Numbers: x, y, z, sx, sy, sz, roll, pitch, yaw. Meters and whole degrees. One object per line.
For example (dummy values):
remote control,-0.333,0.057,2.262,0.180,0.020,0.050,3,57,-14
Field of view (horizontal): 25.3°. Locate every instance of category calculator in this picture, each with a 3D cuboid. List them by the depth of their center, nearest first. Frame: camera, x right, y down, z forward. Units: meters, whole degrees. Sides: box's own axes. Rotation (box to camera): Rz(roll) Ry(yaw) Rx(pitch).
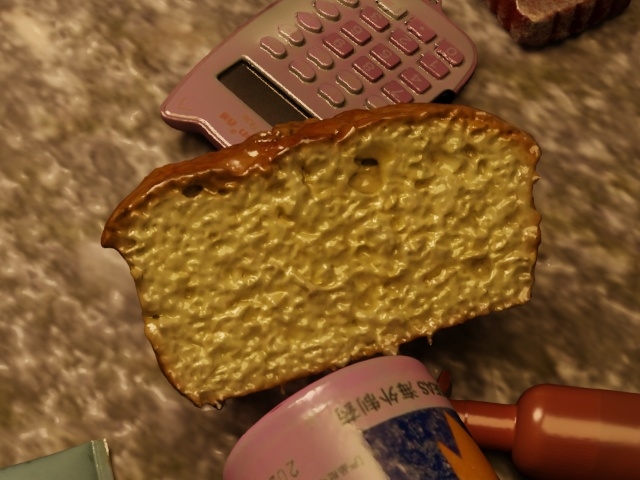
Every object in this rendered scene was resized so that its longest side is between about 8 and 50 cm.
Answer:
calculator,0.009,-0.145,1.308,0.194,0.043,0.294,41,63,20

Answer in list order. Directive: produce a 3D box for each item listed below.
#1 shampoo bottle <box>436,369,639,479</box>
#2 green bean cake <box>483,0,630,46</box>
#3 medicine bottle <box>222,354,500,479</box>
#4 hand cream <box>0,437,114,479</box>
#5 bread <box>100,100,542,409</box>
shampoo bottle,0.208,0.153,1.116,0.244,0.085,0.085,9,60,5
green bean cake,0.219,-0.257,1.367,0.135,0.056,0.136,-22,63,-15
medicine bottle,0.071,0.242,1.003,0.178,0.178,0.291,-25,63,-16
hand cream,-0.305,0.228,1.078,0.312,0.070,0.111,-7,59,-15
bread,0.000,0.000,1.127,0.340,0.179,0.194,-17,95,-12
